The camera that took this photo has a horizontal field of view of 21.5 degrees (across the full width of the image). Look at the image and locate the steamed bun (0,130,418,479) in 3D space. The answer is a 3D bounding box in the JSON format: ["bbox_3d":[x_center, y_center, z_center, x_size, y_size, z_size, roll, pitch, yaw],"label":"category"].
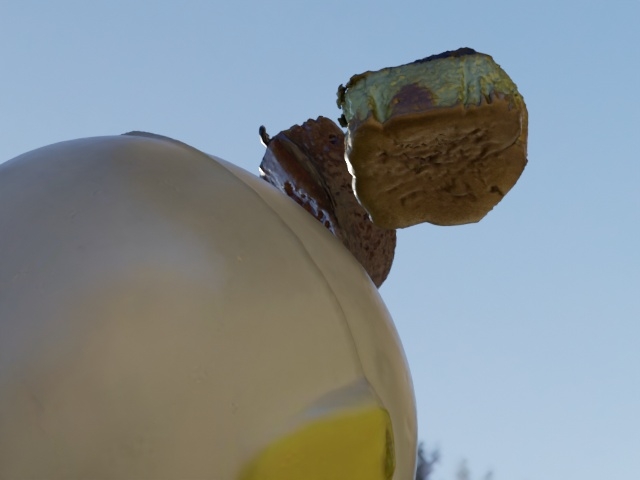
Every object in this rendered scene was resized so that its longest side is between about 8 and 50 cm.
[{"bbox_3d":[-0.117,0.127,0.921,0.334,0.334,0.374,-11,-43,-46],"label":"steamed bun"}]

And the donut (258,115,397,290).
[{"bbox_3d":[-0.001,0.002,1.409,0.085,0.141,0.217,-33,-20,-34],"label":"donut"}]

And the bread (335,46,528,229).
[{"bbox_3d":[0.086,-0.071,1.243,0.140,0.069,0.128,-11,-44,12],"label":"bread"}]
